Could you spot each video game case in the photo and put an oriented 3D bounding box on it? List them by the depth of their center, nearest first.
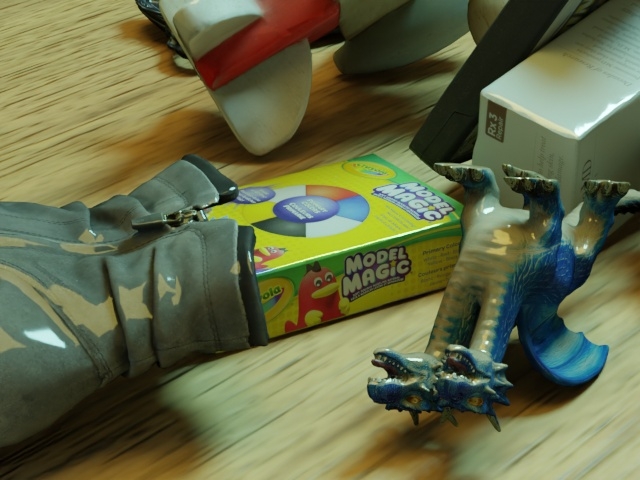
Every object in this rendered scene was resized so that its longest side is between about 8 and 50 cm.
[{"bbox_3d":[0.199,-0.176,1.215,0.035,0.275,0.248,43,29,15],"label":"video game case"}]

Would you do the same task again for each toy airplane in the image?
[{"bbox_3d":[0.067,-0.212,1.333,0.272,0.384,0.386,37,41,1],"label":"toy airplane"}]

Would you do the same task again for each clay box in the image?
[{"bbox_3d":[0.000,0.000,1.120,0.222,0.053,0.127,-16,29,-27],"label":"clay box"}]

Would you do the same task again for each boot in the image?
[{"bbox_3d":[-0.170,0.002,1.025,0.223,0.118,0.338,-22,41,-15],"label":"boot"}]

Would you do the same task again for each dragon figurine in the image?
[{"bbox_3d":[0.121,0.032,0.998,0.085,0.144,0.289,11,7,31],"label":"dragon figurine"}]

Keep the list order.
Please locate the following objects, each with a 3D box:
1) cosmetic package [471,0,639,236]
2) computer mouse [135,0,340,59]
[{"bbox_3d":[0.204,-0.090,1.168,0.085,0.117,0.231,29,50,30],"label":"cosmetic package"},{"bbox_3d":[-0.025,-0.223,1.617,0.272,0.072,0.188,-21,30,-12],"label":"computer mouse"}]
